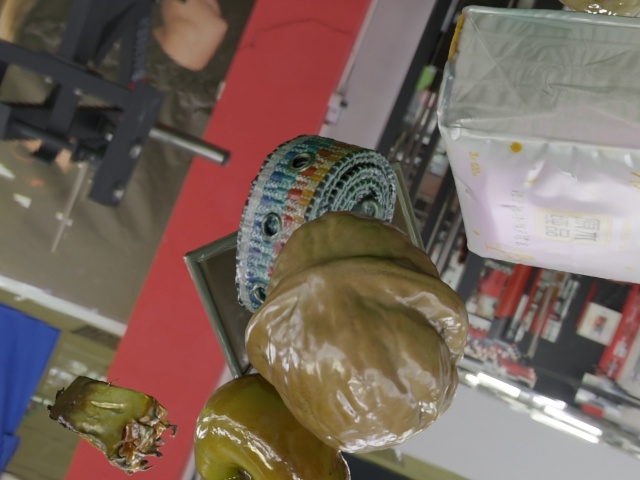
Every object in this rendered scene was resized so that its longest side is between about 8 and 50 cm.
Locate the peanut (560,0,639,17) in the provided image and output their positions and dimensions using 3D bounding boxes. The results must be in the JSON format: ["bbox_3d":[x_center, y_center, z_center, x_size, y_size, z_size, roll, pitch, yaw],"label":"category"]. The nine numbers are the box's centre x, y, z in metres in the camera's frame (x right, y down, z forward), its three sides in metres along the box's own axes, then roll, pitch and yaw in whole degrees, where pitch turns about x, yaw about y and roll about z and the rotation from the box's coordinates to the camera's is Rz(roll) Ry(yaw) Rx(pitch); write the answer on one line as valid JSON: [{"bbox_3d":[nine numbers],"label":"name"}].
[{"bbox_3d":[0.328,-0.286,0.895,0.125,0.111,0.274,-12,-164,44],"label":"peanut"}]

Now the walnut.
[{"bbox_3d":[0.024,0.063,0.576,0.149,0.166,0.166,-15,170,14],"label":"walnut"}]

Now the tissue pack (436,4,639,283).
[{"bbox_3d":[0.201,-0.065,0.683,0.185,0.124,0.225,7,158,19],"label":"tissue pack"}]

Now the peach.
[{"bbox_3d":[-0.069,0.302,1.183,0.153,0.251,0.251,-19,-152,-36],"label":"peach"}]

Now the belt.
[{"bbox_3d":[0.000,0.000,1.235,0.161,0.294,0.207,17,174,35],"label":"belt"}]

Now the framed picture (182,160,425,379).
[{"bbox_3d":[0.004,0.083,1.598,0.446,0.326,0.028,-25,-162,-21],"label":"framed picture"}]

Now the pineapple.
[{"bbox_3d":[-0.201,0.176,0.820,0.116,0.069,0.137,33,153,-5],"label":"pineapple"}]
